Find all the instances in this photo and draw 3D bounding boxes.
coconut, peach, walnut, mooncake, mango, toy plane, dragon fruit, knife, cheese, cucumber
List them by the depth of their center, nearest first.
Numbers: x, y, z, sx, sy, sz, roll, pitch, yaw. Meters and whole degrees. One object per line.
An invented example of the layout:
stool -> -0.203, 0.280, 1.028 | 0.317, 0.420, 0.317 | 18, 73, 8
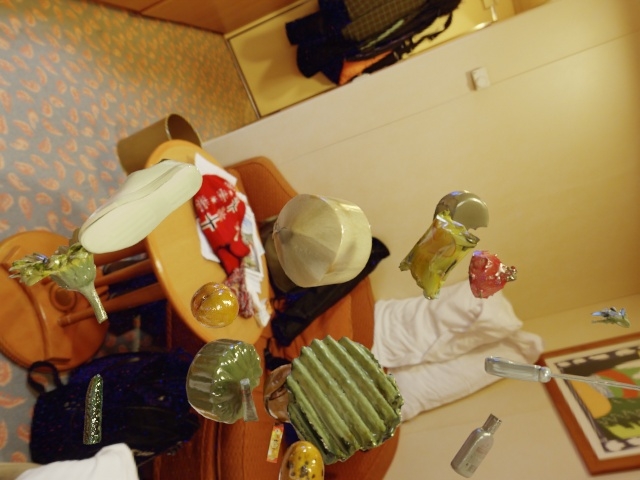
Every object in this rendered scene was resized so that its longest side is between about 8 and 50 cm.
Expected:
mango -> -0.043, 0.486, 0.876 | 0.115, 0.090, 0.177 | -91, -167, -59
cucumber -> -0.459, 0.340, 0.879 | 0.032, 0.032, 0.132 | 20, 70, -72
knife -> 0.537, 0.301, 0.961 | 0.080, 0.332, 0.044 | 18, 74, -53
toy plane -> 0.811, 0.212, 1.202 | 0.111, 0.103, 0.040 | -137, -158, -81
dragon fruit -> 0.506, 0.098, 1.262 | 0.153, 0.111, 0.152 | 9, 78, -49
peach -> -0.312, 0.191, 1.271 | 0.138, 0.138, 0.137 | -17, 90, -76
coconut -> 0.000, 0.000, 1.382 | 0.323, 0.324, 0.322 | -17, 90, -76
cheese -> 0.519, -0.090, 1.567 | 0.091, 0.203, 0.175 | -132, -129, -66
walnut -> -0.119, 0.570, 1.632 | 0.336, 0.209, 0.208 | 124, -48, -77
mooncake -> -0.399, 0.590, 1.860 | 0.351, 0.188, 0.350 | -1, 92, -60

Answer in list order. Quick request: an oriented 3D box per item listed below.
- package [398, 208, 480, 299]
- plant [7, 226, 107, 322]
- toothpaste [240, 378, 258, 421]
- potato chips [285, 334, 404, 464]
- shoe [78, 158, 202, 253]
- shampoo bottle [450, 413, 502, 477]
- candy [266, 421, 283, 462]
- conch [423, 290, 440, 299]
package -> 0.318, 0.035, 1.186 | 0.090, 0.226, 0.168 | 22, 21, -37
plant -> -0.714, 0.068, 1.293 | 0.297, 0.261, 0.306 | 33, -13, -17
toothpaste -> -0.277, 0.617, 1.657 | 0.036, 0.056, 0.205 | -98, -176, -64
potato chips -> 0.058, 0.488, 1.398 | 0.429, 0.359, 0.069 | 46, -26, 42
shoe -> -0.369, -0.078, 0.871 | 0.110, 0.265, 0.095 | 30, -34, 34
shampoo bottle -> 0.389, 0.504, 1.070 | 0.080, 0.165, 0.040 | 37, -4, -30
candy -> -0.164, 0.725, 1.562 | 0.062, 0.038, 0.121 | 122, -21, -78
conch -> 0.432, 0.197, 1.686 | 0.076, 0.057, 0.085 | -64, 149, -9
